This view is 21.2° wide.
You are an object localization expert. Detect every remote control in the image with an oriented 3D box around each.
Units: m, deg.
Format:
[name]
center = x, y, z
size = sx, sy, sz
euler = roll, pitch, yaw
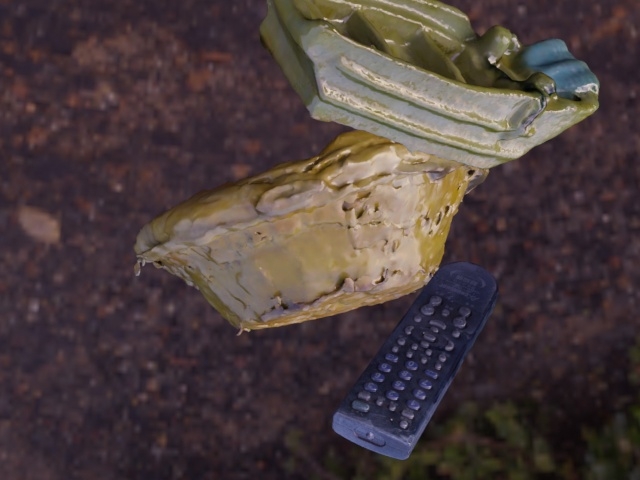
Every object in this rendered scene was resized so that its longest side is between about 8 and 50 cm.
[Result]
[remote control]
center = 0.057, 0.061, 0.916
size = 0.043, 0.152, 0.027
euler = 27, 129, 12

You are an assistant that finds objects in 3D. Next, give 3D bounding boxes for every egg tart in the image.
[egg tart]
center = 0.000, 0.000, 1.531
size = 0.341, 0.132, 0.341
euler = -15, 172, -2

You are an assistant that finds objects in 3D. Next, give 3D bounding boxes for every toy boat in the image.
[toy boat]
center = 0.066, -0.113, 1.146
size = 0.276, 0.111, 0.084
euler = 9, 129, -41
